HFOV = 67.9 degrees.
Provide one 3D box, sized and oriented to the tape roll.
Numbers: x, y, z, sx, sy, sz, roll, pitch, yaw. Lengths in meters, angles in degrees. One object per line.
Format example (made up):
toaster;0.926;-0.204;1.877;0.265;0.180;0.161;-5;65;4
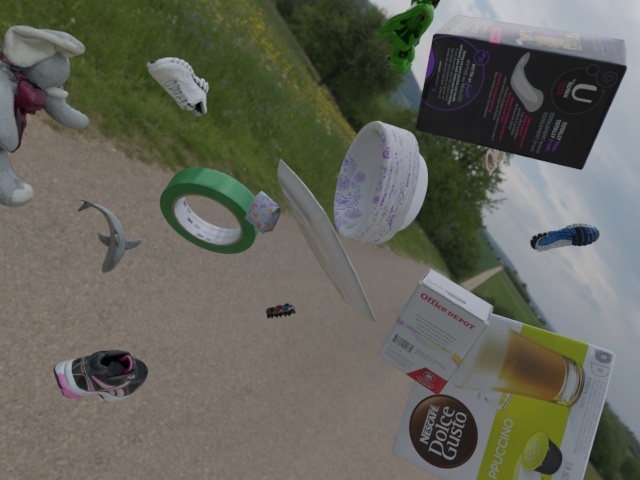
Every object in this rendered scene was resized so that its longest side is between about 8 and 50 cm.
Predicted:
tape roll;-0.346;-0.088;1.520;0.321;0.321;0.077;47;44;-30

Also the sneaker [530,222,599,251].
sneaker;0.744;-0.011;1.456;0.083;0.190;0.072;-1;82;-65

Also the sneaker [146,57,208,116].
sneaker;-0.450;-0.497;1.546;0.292;0.109;0.119;17;65;-72

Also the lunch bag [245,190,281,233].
lunch bag;-0.138;-0.071;1.188;0.071;0.083;0.053;39;32;20

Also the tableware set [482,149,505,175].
tableware set;0.428;-0.249;1.189;0.141;0.020;0.169;-41;121;-39

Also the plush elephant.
plush elephant;-0.564;-0.271;0.883;0.271;0.255;0.330;20;-46;45

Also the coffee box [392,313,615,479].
coffee box;0.400;0.359;1.032;0.334;0.338;0.338;16;-8;32

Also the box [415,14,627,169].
box;0.312;-0.245;0.765;0.270;0.166;0.143;19;41;18

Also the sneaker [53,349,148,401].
sneaker;-0.308;0.202;0.723;0.178;0.077;0.072;45;22;-75

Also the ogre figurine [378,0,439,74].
ogre figurine;0.114;-0.292;0.511;0.118;0.096;0.197;-62;147;-32

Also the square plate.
square plate;0.000;0.000;1.184;0.344;0.049;0.347;63;-5;-35

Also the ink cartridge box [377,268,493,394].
ink cartridge box;0.198;0.158;0.828;0.127;0.175;0.072;32;30;15

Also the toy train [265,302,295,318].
toy train;-0.118;0.205;1.391;0.027;0.158;0.036;-18;89;-35

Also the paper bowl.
paper bowl;0.151;-0.132;1.154;0.147;0.285;0.284;13;31;-18

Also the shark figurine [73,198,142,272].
shark figurine;-0.742;-0.037;1.677;0.116;0.166;0.279;-165;-125;-72
